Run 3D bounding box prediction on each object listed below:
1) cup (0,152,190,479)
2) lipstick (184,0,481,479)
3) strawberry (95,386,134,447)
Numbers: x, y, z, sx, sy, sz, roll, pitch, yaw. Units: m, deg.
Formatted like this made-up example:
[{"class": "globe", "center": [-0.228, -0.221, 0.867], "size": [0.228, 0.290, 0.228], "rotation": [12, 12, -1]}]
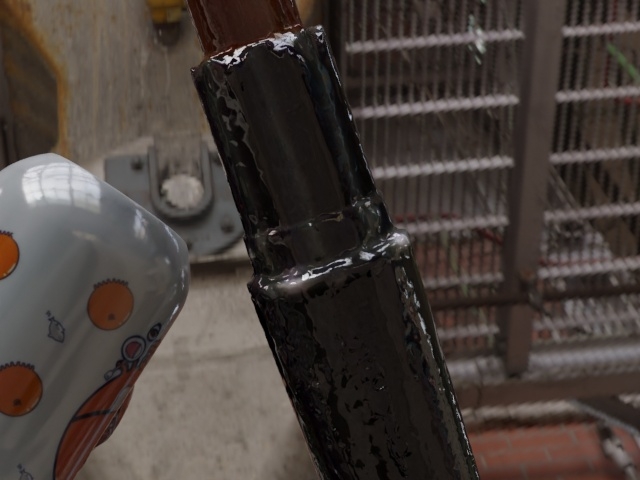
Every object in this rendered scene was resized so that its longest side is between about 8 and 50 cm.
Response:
[{"class": "cup", "center": [-0.265, 0.093, 1.125], "size": [0.212, 0.212, 0.317], "rotation": [36, -98, -26]}, {"class": "lipstick", "center": [0.000, 0.000, 0.596], "size": [0.081, 0.081, 0.300], "rotation": [-18, -81, 2]}, {"class": "strawberry", "center": [-0.364, 0.173, 1.507], "size": [0.317, 0.345, 0.295], "rotation": [-34, -70, 22]}]
